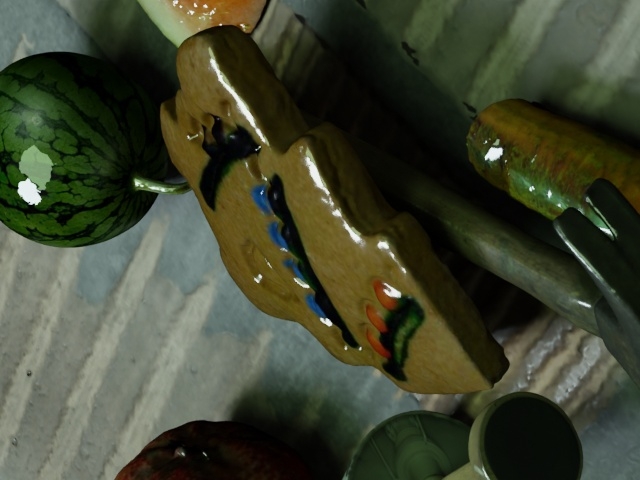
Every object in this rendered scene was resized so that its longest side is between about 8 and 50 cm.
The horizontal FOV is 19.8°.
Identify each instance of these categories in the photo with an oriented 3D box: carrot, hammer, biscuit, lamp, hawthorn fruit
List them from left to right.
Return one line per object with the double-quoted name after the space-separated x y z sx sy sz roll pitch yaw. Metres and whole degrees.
-0.073 0.227 1.332 0.169 0.169 0.188 11 118 43 "hawthorn fruit"
-0.001 0.001 1.153 0.301 0.043 0.278 37 154 34 "biscuit"
0.061 -0.018 1.120 0.440 0.044 0.168 30 151 44 "hammer"
0.079 0.161 1.163 0.121 0.121 0.214 62 150 6 "lamp"
0.191 -0.006 1.024 0.260 0.070 0.070 33 128 34 "carrot"

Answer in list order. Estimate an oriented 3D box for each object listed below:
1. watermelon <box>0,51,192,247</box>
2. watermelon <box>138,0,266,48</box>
-0.167 -0.061 1.314 0.187 0.140 0.141 19 120 35 "watermelon"
-0.072 -0.220 1.214 0.119 0.063 0.245 34 129 15 "watermelon"
